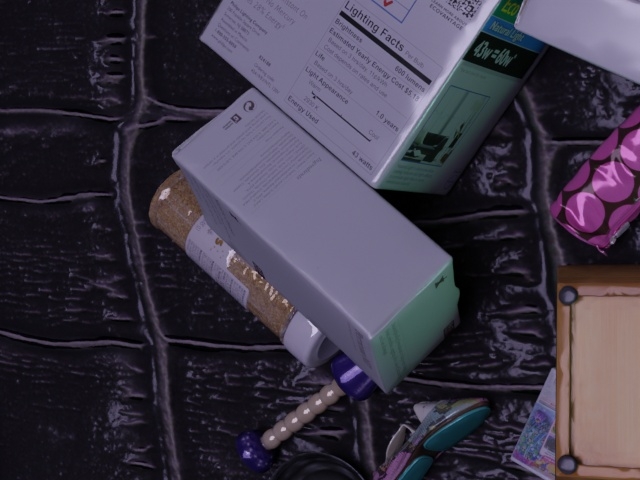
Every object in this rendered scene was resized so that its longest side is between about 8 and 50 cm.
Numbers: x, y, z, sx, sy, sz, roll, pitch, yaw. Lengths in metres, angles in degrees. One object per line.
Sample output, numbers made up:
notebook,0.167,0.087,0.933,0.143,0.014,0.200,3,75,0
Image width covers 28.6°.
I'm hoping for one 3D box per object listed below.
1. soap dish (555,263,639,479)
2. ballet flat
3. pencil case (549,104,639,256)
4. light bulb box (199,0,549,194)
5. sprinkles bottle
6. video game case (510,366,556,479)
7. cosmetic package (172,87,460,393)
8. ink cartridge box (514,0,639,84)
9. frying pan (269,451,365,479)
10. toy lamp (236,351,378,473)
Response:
soap dish,0.396,0.173,1.559,0.229,0.118,0.290,-1,85,27
ballet flat,0.143,0.277,1.758,0.221,0.077,0.079,-51,48,21
pencil case,0.391,-0.085,1.589,0.209,0.095,0.098,-53,48,19
light bulb box,0.098,-0.308,1.678,0.358,0.225,0.361,42,110,23
sprinkles bottle,-0.100,0.034,1.860,0.355,0.121,0.121,40,110,24
video game case,0.347,0.266,1.663,0.157,0.019,0.143,29,105,26
cosmetic package,0.000,0.000,1.675,0.156,0.217,0.385,-41,63,-11
ink cartridge box,0.383,-0.247,1.475,0.211,0.289,0.121,29,105,27
frying pan,0.055,0.436,1.818,0.326,0.053,0.197,30,105,24
toy lamp,-0.009,0.240,1.837,0.275,0.080,0.080,-38,73,25
